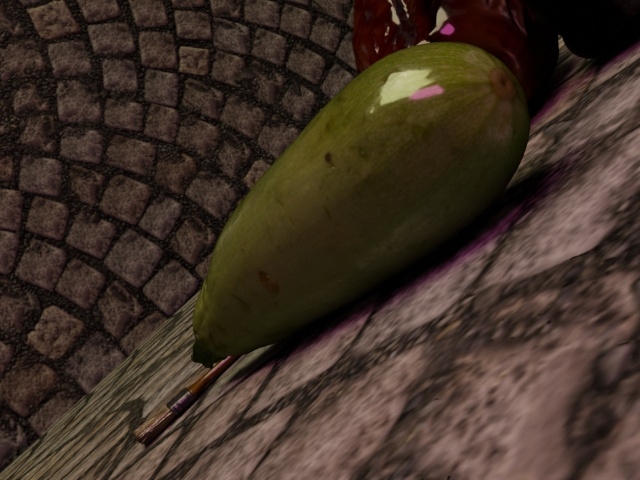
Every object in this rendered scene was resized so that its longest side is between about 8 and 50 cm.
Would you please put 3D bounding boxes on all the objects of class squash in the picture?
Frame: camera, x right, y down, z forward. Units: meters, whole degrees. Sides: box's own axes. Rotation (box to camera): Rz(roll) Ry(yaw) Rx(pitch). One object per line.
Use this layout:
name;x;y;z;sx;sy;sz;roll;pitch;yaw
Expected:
squash;-0.002;-0.007;0.594;0.370;0.118;0.118;-40;5;46

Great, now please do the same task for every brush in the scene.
brush;-0.102;0.123;0.776;0.170;0.014;0.043;-42;7;-15

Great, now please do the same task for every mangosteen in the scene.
mangosteen;0.225;-0.212;0.671;0.137;0.137;0.151;-42;-29;-6

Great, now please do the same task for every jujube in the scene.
jujube;0.120;-0.189;0.796;0.197;0.197;0.290;-39;22;23
